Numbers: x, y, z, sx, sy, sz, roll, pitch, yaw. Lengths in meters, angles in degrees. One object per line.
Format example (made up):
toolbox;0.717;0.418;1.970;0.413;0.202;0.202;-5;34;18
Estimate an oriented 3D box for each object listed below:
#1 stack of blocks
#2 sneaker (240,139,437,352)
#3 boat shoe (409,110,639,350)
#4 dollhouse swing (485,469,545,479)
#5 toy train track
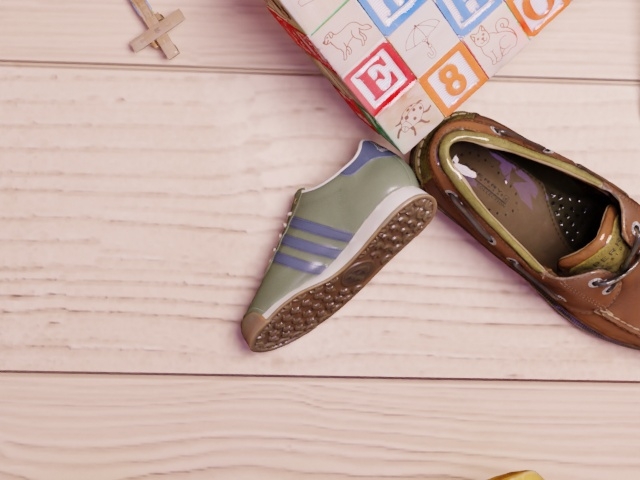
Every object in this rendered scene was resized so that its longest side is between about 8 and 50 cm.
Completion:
stack of blocks;0.108;-0.230;0.767;0.297;0.087;0.171;-42;124;1
sneaker;0.000;0.000;0.836;0.192;0.064;0.086;-42;58;20
boat shoe;0.204;0.008;0.820;0.307;0.104;0.110;28;93;-5
dollhouse swing;0.093;0.398;0.815;0.315;0.305;0.347;-29;122;31
toy train track;-0.136;-0.179;0.833;0.048;0.014;0.083;-32;90;8
